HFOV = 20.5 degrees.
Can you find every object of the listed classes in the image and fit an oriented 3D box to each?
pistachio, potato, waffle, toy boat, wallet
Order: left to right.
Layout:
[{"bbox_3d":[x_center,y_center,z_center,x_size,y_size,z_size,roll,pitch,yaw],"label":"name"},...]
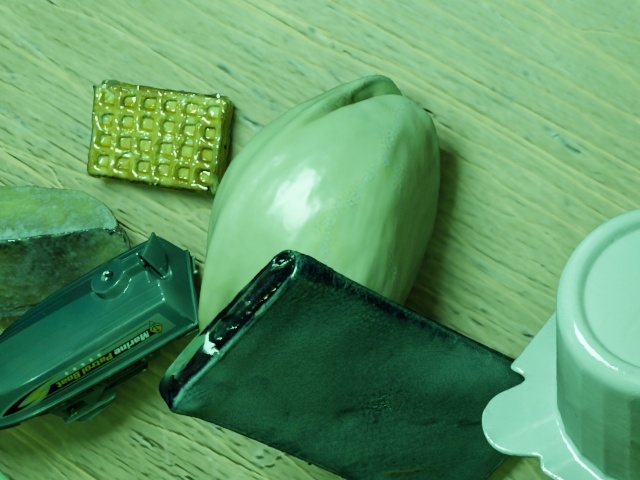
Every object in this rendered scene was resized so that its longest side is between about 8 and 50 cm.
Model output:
[{"bbox_3d":[-0.319,0.007,1.848,0.261,0.100,0.120,-6,136,3],"label":"potato"},{"bbox_3d":[-0.246,0.111,1.797,0.296,0.114,0.122,-32,129,18],"label":"toy boat"},{"bbox_3d":[-0.163,-0.106,1.794,0.148,0.042,0.102,9,97,17],"label":"waffle"},{"bbox_3d":[0.000,0.000,1.676,0.226,0.208,0.332,15,99,-28],"label":"pistachio"},{"bbox_3d":[0.045,0.137,1.616,0.191,0.379,0.046,-49,41,16],"label":"wallet"}]

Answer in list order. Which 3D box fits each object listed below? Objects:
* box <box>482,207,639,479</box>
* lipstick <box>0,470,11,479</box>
[{"bbox_3d":[0.275,0.091,1.527,0.291,0.206,0.262,-7,58,7],"label":"box"},{"bbox_3d":[-0.371,0.267,1.885,0.304,0.076,0.076,40,106,9],"label":"lipstick"}]
